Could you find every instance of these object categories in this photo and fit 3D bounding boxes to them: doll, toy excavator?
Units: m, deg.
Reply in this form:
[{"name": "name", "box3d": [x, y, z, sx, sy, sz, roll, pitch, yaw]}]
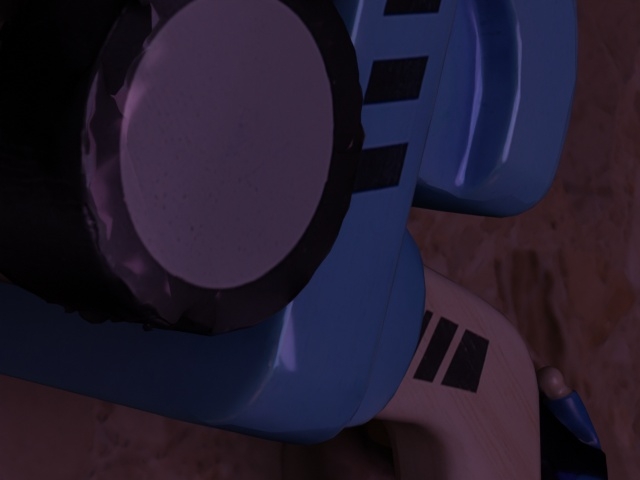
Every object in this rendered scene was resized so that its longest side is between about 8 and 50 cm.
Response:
[{"name": "doll", "box3d": [0.097, 0.115, 0.914, 0.189, 0.046, 0.129, 36, 59, -39]}, {"name": "toy excavator", "box3d": [0.000, 0.000, 0.679, 0.445, 0.222, 0.433, 18, 83, -49]}]
